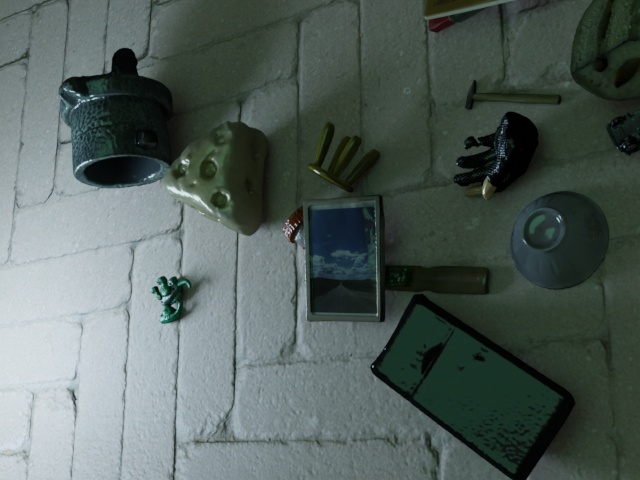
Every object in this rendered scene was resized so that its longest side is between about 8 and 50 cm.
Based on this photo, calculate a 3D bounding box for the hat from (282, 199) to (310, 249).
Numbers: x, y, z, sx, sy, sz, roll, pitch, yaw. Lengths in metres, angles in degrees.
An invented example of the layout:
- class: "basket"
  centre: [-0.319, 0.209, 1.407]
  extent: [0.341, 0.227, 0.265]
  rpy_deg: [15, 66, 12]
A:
- class: "hat"
  centre: [0.000, 0.000, 1.945]
  extent: [0.162, 0.093, 0.112]
  rpy_deg: [44, 113, 16]

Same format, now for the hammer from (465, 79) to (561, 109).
- class: "hammer"
  centre: [0.382, -0.287, 1.799]
  extent: [0.198, 0.013, 0.062]
  rpy_deg: [9, 82, 35]

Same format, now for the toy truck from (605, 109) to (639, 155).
- class: "toy truck"
  centre: [0.586, -0.209, 1.597]
  extent: [0.147, 0.079, 0.065]
  rpy_deg: [-29, 63, 23]

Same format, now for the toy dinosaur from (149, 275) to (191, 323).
- class: "toy dinosaur"
  centre: [-0.351, 0.135, 2.155]
  extent: [0.132, 0.059, 0.096]
  rpy_deg: [-45, 65, 26]

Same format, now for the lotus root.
- class: "lotus root"
  centre: [0.590, -0.399, 1.602]
  extent: [0.267, 0.149, 0.260]
  rpy_deg: [-28, 35, 40]

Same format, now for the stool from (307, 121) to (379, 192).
- class: "stool"
  centre: [0.046, -0.174, 1.936]
  extent: [0.110, 0.134, 0.135]
  rpy_deg: [-61, 9, 1]

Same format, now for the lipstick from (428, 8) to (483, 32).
- class: "lipstick"
  centre: [0.358, -0.517, 1.861]
  extent: [0.312, 0.051, 0.051]
  rpy_deg: [-26, 62, 28]

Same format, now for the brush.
- class: "brush"
  centre: [0.199, 0.075, 1.801]
  extent: [0.282, 0.048, 0.054]
  rpy_deg: [1, 81, 33]

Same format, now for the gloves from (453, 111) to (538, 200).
- class: "gloves"
  centre: [0.341, -0.149, 1.750]
  extent: [0.181, 0.106, 0.129]
  rpy_deg: [-58, 47, 43]

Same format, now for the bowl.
- class: "bowl"
  centre: [0.419, -0.011, 1.650]
  extent: [0.189, 0.086, 0.189]
  rpy_deg: [-11, 70, 32]

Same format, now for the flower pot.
- class: "flower pot"
  centre: [-0.509, -0.301, 2.233]
  extent: [0.299, 0.299, 0.283]
  rpy_deg: [-16, 72, 30]

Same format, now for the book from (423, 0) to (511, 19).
- class: "book"
  centre: [0.355, -0.646, 1.871]
  extent: [0.269, 0.032, 0.389]
  rpy_deg: [-2, 68, 39]

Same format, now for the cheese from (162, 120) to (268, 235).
- class: "cheese"
  centre: [-0.245, -0.120, 2.084]
  extent: [0.247, 0.173, 0.251]
  rpy_deg: [-16, 73, 28]

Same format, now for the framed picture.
- class: "framed picture"
  centre: [0.049, 0.039, 1.853]
  extent: [0.189, 0.023, 0.260]
  rpy_deg: [-1, 90, 33]

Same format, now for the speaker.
- class: "speaker"
  centre: [0.270, 0.248, 1.659]
  extent: [0.388, 0.184, 0.180]
  rpy_deg: [35, 99, 25]
